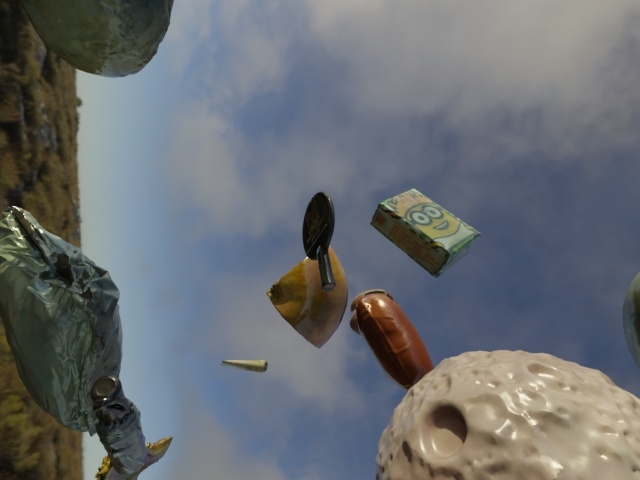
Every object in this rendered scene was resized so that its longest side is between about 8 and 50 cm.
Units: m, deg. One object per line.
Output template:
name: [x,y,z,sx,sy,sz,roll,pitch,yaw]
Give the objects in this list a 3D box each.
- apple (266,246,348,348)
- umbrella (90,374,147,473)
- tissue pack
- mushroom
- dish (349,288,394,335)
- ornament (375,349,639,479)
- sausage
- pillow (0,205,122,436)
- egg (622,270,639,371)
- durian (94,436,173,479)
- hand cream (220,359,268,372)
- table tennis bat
apple: [-0.036,0.164,1.241,0.309,0.252,0.314,139,-43,-82]
umbrella: [-0.265,0.248,0.543,0.053,0.052,0.250,50,-37,32]
tissue pack: [0.364,-0.038,1.442,0.311,0.228,0.128,42,-45,25]
mushroom: [-0.317,-0.391,0.594,0.164,0.189,0.267,11,-91,27]
dish: [0.209,0.262,1.548,0.090,0.213,0.213,88,-21,-47]
ornament: [0.170,0.221,0.353,0.225,0.259,0.259,7,-83,58]
sausage: [0.178,0.243,0.989,0.258,0.133,0.133,60,-39,15]
pillow: [-0.428,0.126,0.657,0.283,0.138,0.310,34,-55,26]
egg: [0.801,0.203,0.868,0.258,0.258,0.352,-16,-94,58]
durian: [-0.503,0.579,1.094,0.078,0.224,0.140,15,-73,32]
hand cream: [-0.234,0.385,1.262,0.061,0.143,0.039,124,-29,-60]
table tennis bat: [0.000,0.000,0.880,0.150,0.027,0.236,125,-35,-46]
